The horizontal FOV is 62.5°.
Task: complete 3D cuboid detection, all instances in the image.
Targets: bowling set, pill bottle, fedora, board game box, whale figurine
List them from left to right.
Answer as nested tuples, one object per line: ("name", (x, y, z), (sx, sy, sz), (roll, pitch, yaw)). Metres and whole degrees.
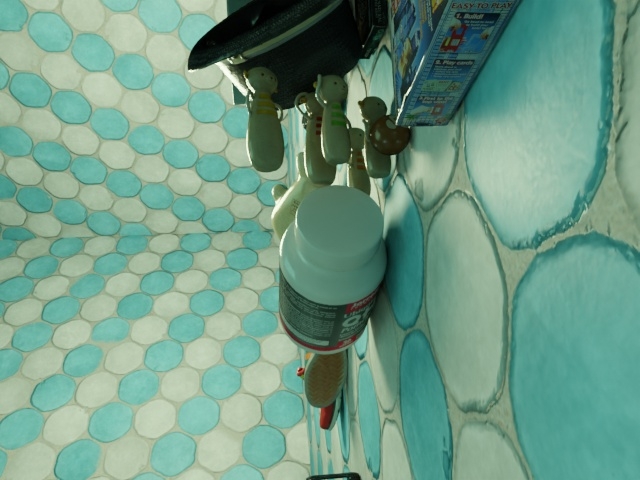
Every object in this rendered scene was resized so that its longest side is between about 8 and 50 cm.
("fedora", (-0.050, -0.320, 0.871), (0.153, 0.334, 0.334), (57, -168, -32))
("whale figurine", (-0.018, -0.092, 1.300), (0.141, 0.216, 0.272), (-35, -34, -45))
("pill bottle", (0.016, 0.055, 0.894), (0.319, 0.176, 0.176), (97, 169, -56))
("bowling set", (0.047, -0.172, 0.775), (0.287, 0.199, 0.154), (12, -110, -51))
("board game box", (0.079, -0.409, 0.857), (0.126, 0.026, 0.186), (161, 107, -82))
("board game box", (0.113, -0.227, 0.473), (0.194, 0.060, 0.194), (138, 130, -80))

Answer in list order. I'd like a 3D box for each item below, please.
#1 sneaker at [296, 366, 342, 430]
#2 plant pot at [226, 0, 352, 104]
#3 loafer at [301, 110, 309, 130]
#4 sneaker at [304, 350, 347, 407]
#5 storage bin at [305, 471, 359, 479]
("sneaker", (-0.005, 0.375, 1.436), (0.107, 0.118, 0.279), (-174, 82, -84))
("plant pot", (-0.068, -0.460, 1.132), (0.248, 0.252, 0.247), (94, 172, -46))
("loafer", (-0.013, -0.407, 1.591), (0.061, 0.062, 0.170), (-21, 57, 42))
("sneaker", (0.013, 0.266, 1.344), (0.121, 0.108, 0.302), (-133, 49, -81))
("storage bin", (0.027, 0.606, 1.211), (0.180, 0.121, 0.084), (95, 170, -49))
